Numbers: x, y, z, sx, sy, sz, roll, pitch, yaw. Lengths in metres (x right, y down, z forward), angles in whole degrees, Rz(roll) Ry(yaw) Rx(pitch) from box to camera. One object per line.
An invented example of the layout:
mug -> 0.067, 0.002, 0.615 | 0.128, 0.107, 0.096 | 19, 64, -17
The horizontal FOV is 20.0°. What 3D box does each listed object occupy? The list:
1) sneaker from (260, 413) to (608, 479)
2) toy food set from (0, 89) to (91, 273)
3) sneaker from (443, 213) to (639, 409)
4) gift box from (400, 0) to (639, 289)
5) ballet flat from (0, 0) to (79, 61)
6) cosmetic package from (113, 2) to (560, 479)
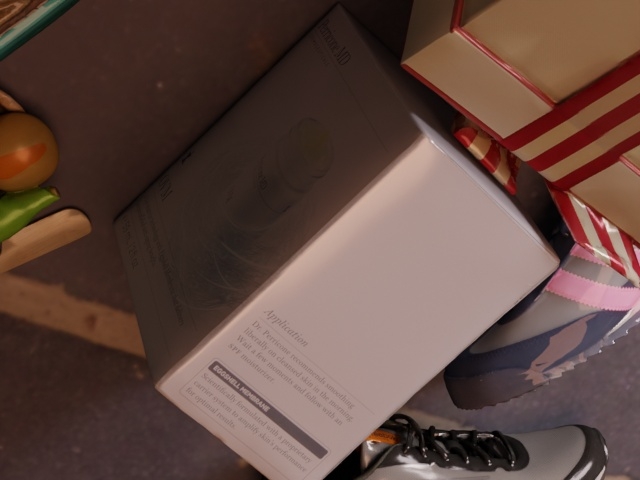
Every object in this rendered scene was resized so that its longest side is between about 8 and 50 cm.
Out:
sneaker -> 0.085, 0.178, 1.349 | 0.271, 0.100, 0.108 | -12, 113, -7
toy food set -> -0.239, -0.050, 1.184 | 0.132, 0.038, 0.192 | -26, 120, 1
sneaker -> 0.198, -0.010, 1.289 | 0.319, 0.112, 0.131 | -37, 102, 3
gift box -> 0.214, -0.143, 1.073 | 0.276, 0.255, 0.258 | 39, 134, -23
ballet flat -> -0.278, -0.101, 1.089 | 0.124, 0.116, 0.342 | 45, 85, -5
cosmetic package -> 0.000, 0.000, 1.162 | 0.224, 0.224, 0.138 | -42, 118, 9
